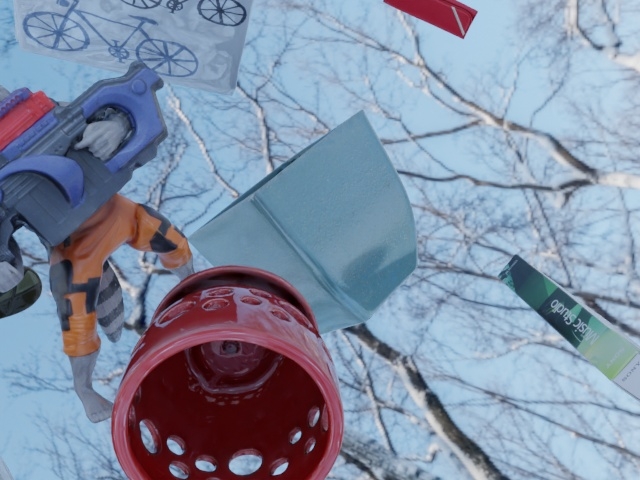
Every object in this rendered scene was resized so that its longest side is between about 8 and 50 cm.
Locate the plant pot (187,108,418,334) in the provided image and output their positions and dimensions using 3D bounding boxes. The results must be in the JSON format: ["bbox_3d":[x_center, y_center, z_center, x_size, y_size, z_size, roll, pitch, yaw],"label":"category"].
[{"bbox_3d":[0.000,0.000,1.192,0.247,0.248,0.252,-41,-81,-34],"label":"plant pot"}]

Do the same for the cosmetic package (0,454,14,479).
[{"bbox_3d":[-0.504,0.408,0.793,0.394,0.327,0.329,-15,-55,-34],"label":"cosmetic package"}]

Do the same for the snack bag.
[{"bbox_3d":[-0.247,-0.319,1.013,0.323,0.342,0.037,11,-114,-10],"label":"snack bag"}]

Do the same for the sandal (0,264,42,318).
[{"bbox_3d":[-0.496,0.082,1.068,0.219,0.060,0.090,-20,-75,-20],"label":"sandal"}]

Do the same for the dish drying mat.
[{"bbox_3d":[0.100,-0.214,0.715,0.032,0.083,0.008,115,180,-49],"label":"dish drying mat"}]

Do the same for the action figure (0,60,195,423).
[{"bbox_3d":[-0.268,0.005,0.713,0.341,0.178,0.330,-39,-64,-25],"label":"action figure"}]

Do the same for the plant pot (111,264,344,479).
[{"bbox_3d":[-0.081,0.128,0.709,0.191,0.174,0.191,-2,-72,-5],"label":"plant pot"}]

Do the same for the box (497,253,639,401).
[{"bbox_3d":[0.425,0.155,1.166,0.232,0.322,0.058,33,-81,-25],"label":"box"}]
